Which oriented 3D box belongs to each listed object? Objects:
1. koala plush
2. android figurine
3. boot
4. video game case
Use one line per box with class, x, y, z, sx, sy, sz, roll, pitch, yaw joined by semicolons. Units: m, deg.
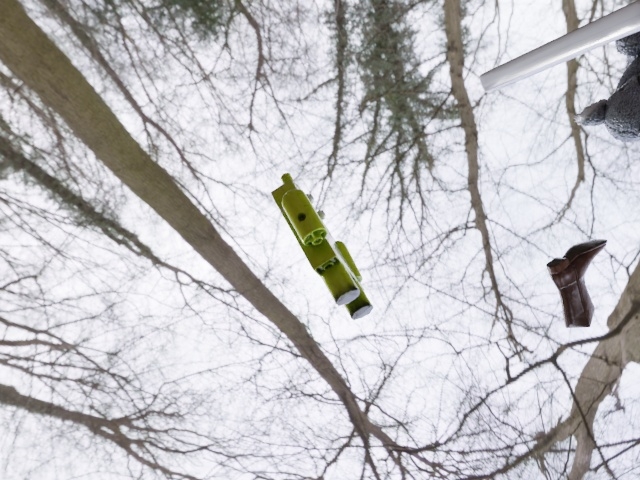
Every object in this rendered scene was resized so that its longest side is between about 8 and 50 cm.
koala plush;0.607;-0.260;0.970;0.196;0.203;0.221;32;-114;32
android figurine;0.000;0.000;0.882;0.056;0.248;0.273;-32;-122;5
boot;0.394;0.066;0.775;0.106;0.114;0.037;-26;-169;-6
video game case;0.272;-0.194;0.465;0.183;0.023;0.201;-25;-171;-12
